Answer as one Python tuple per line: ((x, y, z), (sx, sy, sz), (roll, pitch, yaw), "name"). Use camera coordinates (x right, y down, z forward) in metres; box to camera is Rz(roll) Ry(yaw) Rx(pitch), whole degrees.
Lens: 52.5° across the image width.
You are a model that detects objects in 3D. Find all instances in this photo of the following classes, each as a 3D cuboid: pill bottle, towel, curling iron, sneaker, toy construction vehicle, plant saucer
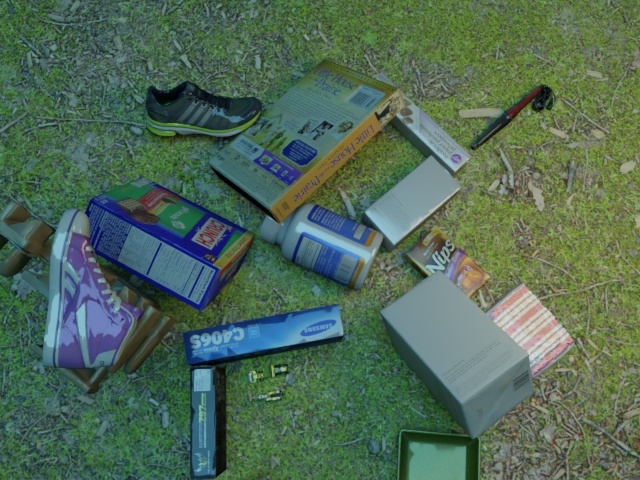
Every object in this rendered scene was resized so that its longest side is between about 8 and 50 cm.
((0.000, 0.000, 1.550), (0.272, 0.152, 0.152), (24, 77, 6), "pill bottle")
((0.498, 0.217, 1.568), (0.144, 0.029, 0.197), (-37, 77, -9), "towel")
((0.505, -0.319, 1.694), (0.274, 0.035, 0.068), (-34, 79, -9), "curling iron")
((-0.298, -0.334, 1.629), (0.300, 0.121, 0.111), (-5, 50, -3), "sneaker")
((-0.123, 0.335, 1.526), (0.098, 0.035, 0.086), (-4, 76, -2), "toy construction vehicle")
((-0.394, 0.085, 1.156), (0.161, 0.102, 0.282), (2, 87, -8), "sneaker")
((0.266, 0.532, 1.477), (0.188, 0.045, 0.188), (5, 76, 1), "plant saucer")

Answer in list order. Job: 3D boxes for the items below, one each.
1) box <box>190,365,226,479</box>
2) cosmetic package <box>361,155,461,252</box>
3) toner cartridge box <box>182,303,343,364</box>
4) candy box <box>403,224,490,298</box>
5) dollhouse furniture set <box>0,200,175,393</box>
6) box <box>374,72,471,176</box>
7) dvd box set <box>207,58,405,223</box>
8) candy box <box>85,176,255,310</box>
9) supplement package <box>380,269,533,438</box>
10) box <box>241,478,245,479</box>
((-0.246, 0.397, 1.433), (0.059, 0.183, 0.232), (-2, 77, 0), "box")
((0.224, -0.090, 1.611), (0.231, 0.085, 0.117), (-38, 80, -11), "cosmetic package")
((-0.125, 0.222, 1.488), (0.348, 0.165, 0.075), (-10, 78, -3), "toner cartridge box")
((0.308, 0.066, 1.589), (0.109, 0.053, 0.187), (-44, 79, -9), "candy box")
((-0.526, 0.167, 1.378), (0.362, 0.394, 0.256), (35, 79, 8), "dollhouse furniture set")
((0.245, -0.295, 1.671), (0.063, 0.067, 0.324), (-43, 79, -10), "box")
((-0.042, -0.257, 1.580), (0.420, 0.062, 0.307), (-44, 45, -11), "dvd box set")
((-0.339, -0.004, 1.473), (0.317, 0.268, 0.122), (29, 109, 0), "candy box")
((0.294, 0.242, 1.419), (0.175, 0.177, 0.293), (-34, 47, -8), "supplement package")
((-0.187, 0.610, 1.376), (0.093, 0.156, 0.158), (36, 60, 7), "box")
